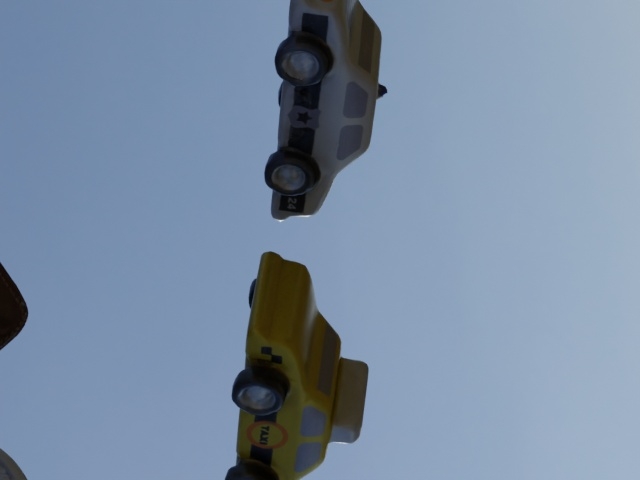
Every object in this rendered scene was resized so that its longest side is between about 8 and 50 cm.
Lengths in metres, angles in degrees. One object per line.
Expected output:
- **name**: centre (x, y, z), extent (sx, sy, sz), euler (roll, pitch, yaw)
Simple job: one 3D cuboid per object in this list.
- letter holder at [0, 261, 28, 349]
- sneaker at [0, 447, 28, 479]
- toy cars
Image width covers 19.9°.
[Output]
- **letter holder**: centre (-0.335, 0.021, 1.133), extent (0.302, 0.214, 0.152), euler (50, 176, -21)
- **sneaker**: centre (-0.204, 0.173, 0.999), extent (0.256, 0.094, 0.151), euler (35, 151, 42)
- **toy cars**: centre (0.000, 0.000, 1.215), extent (0.176, 0.087, 0.393), euler (-85, 2, -89)
